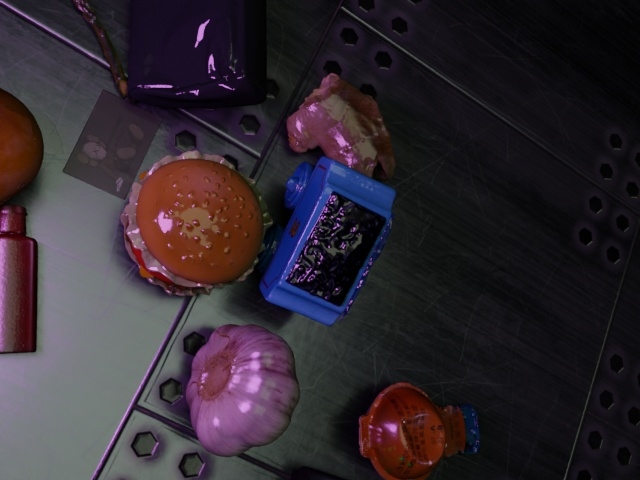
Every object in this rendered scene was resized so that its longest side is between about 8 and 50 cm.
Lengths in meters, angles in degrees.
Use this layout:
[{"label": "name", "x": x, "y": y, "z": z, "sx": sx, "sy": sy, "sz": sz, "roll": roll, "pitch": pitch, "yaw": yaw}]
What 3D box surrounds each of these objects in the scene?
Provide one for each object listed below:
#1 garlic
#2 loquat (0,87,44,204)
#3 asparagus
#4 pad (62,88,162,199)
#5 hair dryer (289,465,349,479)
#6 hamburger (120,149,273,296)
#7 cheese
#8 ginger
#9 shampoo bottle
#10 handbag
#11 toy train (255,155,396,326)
[{"label": "garlic", "x": -0.124, "y": 0.295, "z": 1.280, "sx": 0.253, "sy": 0.245, "sz": 0.244, "roll": 43, "pitch": 63, "yaw": -46}, {"label": "loquat", "x": -0.590, "y": -0.159, "z": 1.133, "sx": 0.235, "sy": 0.235, "sz": 0.234, "roll": 4, "pitch": 79, "yaw": -22}, {"label": "asparagus", "x": -0.434, "y": -0.395, "z": 1.352, "sx": 0.034, "sy": 0.027, "sz": 0.235, "roll": -28, "pitch": 92, "yaw": -35}, {"label": "pad", "x": -0.407, "y": -0.190, "z": 1.339, "sx": 0.127, "sy": 0.004, "sz": 0.190, "roll": 25, "pitch": 71, "yaw": -17}, {"label": "hair dryer", "x": 0.019, "y": 0.623, "z": 1.332, "sx": 0.245, "sy": 0.116, "sz": 0.302, "roll": 26, "pitch": 83, "yaw": -17}, {"label": "hamburger", "x": -0.230, "y": -0.032, "z": 1.270, "sx": 0.275, "sy": 0.212, "sz": 0.274, "roll": 4, "pitch": 79, "yaw": -22}, {"label": "cheese", "x": 0.214, "y": 0.405, "z": 1.430, "sx": 0.330, "sy": 0.129, "sz": 0.216, "roll": 6, "pitch": 75, "yaw": -34}, {"label": "ginger", "x": 0.044, "y": -0.221, "z": 1.472, "sx": 0.222, "sy": 0.130, "sz": 0.275, "roll": -12, "pitch": 87, "yaw": -14}, {"label": "shampoo bottle", "x": -0.553, "y": 0.068, "z": 1.197, "sx": 0.102, "sy": 0.064, "sz": 0.260, "roll": 0, "pitch": 81, "yaw": -22}, {"label": "handbag", "x": -0.243, "y": -0.402, "z": 1.370, "sx": 0.275, "sy": 0.178, "sz": 0.301, "roll": -6, "pitch": 78, "yaw": 20}, {"label": "toy train", "x": 0.000, "y": 0.000, "z": 1.317, "sx": 0.188, "sy": 0.265, "sz": 0.300, "roll": 24, "pitch": 95, "yaw": -18}]
